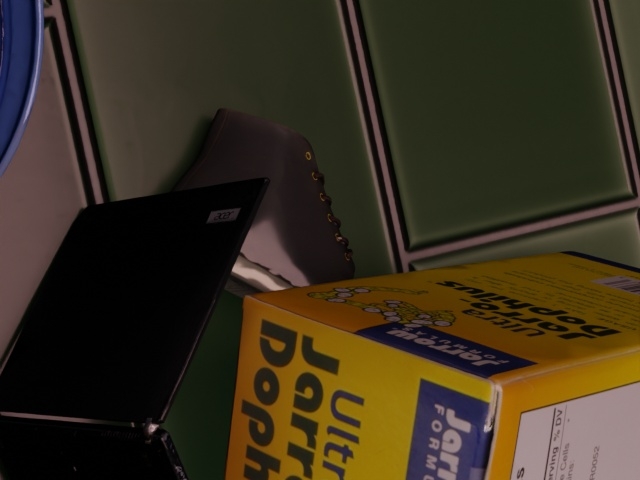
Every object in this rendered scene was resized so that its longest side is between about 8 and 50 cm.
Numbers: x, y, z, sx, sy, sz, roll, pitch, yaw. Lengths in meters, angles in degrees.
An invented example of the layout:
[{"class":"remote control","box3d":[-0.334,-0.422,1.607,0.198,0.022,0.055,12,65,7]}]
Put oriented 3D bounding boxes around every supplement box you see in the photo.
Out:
[{"class":"supplement box","box3d":[0.129,0.131,0.992,0.356,0.195,0.194,-5,106,-48]}]

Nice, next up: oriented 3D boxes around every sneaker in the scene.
[{"class":"sneaker","box3d":[0.000,0.000,1.090,0.222,0.083,0.118,30,75,-18]}]

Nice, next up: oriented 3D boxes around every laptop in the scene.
[{"class":"laptop","box3d":[-0.097,0.117,0.962,0.136,0.234,0.264,-30,104,-33]}]

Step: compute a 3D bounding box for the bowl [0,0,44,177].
[{"class":"bowl","box3d":[-0.368,-0.141,0.941,0.391,0.077,0.391,2,86,-23]}]
